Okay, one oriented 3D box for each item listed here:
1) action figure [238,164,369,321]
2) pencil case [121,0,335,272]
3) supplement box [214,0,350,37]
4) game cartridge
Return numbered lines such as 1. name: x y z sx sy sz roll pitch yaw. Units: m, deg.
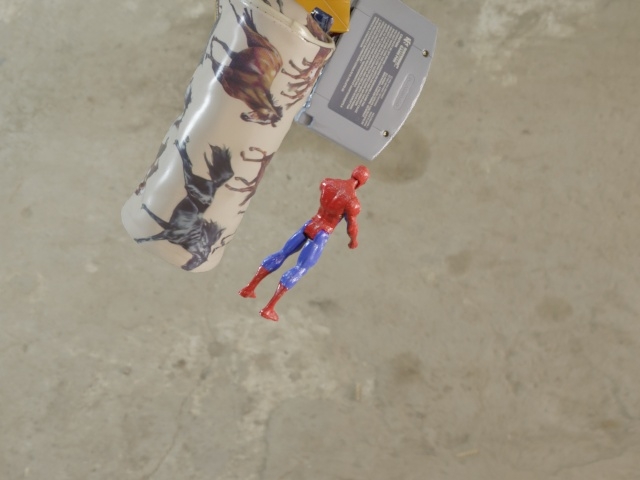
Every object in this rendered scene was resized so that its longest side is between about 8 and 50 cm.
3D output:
1. action figure: 0.000 0.000 1.109 0.091 0.139 0.280 42 101 24
2. pencil case: -0.136 -0.146 0.932 0.410 0.160 0.183 -58 25 26
3. supplement box: -0.071 -0.416 1.166 0.192 0.194 0.129 -1 98 -18
4. game cartridge: 0.098 -0.315 1.312 0.297 0.198 0.062 -63 25 0
